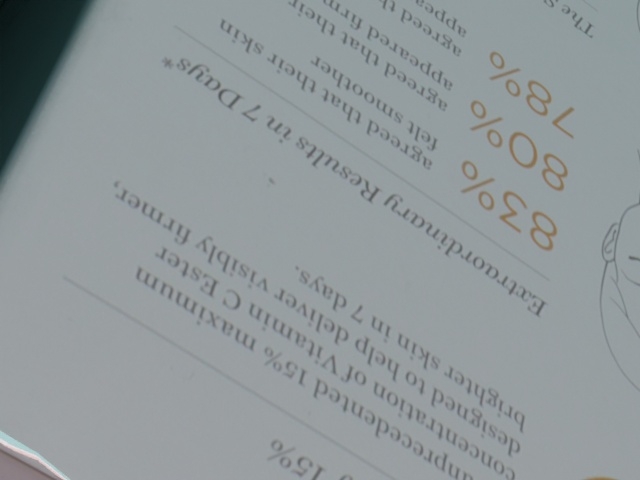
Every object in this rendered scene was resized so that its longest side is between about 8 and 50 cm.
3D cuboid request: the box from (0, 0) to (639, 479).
[{"bbox_3d":[0.000,0.000,0.496,0.215,0.168,0.345,34,45,-17],"label":"box"}]
